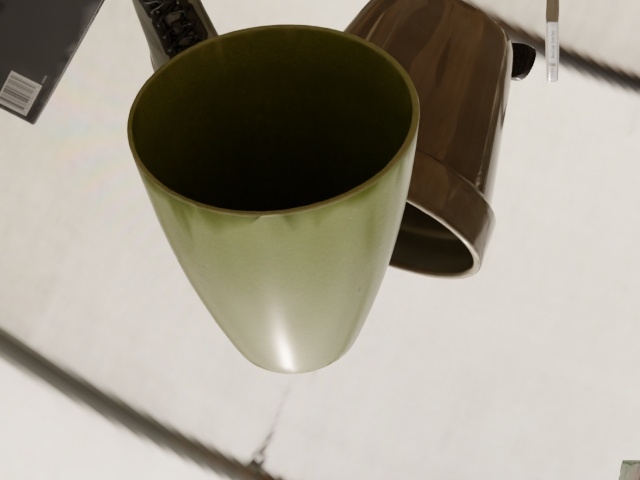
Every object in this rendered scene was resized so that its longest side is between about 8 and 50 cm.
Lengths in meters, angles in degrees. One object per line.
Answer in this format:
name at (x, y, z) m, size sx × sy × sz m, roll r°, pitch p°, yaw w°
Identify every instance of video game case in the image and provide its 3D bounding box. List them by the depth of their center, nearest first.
video game case at (0.313, -0.318, 2.411) m, size 0.019 × 0.143 × 0.157 m, roll 0°, pitch -119°, yaw 7°

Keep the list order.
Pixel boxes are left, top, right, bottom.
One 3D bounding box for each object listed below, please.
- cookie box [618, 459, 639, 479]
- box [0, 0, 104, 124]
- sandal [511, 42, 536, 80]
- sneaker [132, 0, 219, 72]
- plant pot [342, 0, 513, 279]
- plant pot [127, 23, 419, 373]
cookie box at (0.388, 0.273, 1.988) m, size 0.091 × 0.107 × 0.040 m, roll 15°, pitch -100°, yaw -4°
box at (-0.262, -0.276, 1.796) m, size 0.103 × 0.261 × 0.184 m, roll 27°, pitch -140°, yaw -12°
sandal at (0.229, -0.238, 2.368) m, size 0.040 × 0.067 × 0.179 m, roll 22°, pitch 180°, yaw -37°
sneaker at (-0.184, -0.271, 2.207) m, size 0.272 × 0.100 × 0.108 m, roll 65°, pitch -177°, yaw 16°
plant pot at (0.100, -0.145, 2.186) m, size 0.323 × 0.323 × 0.280 m, roll 29°, pitch -106°, yaw -13°
plant pot at (-0.033, -0.015, 1.768) m, size 0.274 × 0.294 × 0.275 m, roll -3°, pitch -136°, yaw 3°
